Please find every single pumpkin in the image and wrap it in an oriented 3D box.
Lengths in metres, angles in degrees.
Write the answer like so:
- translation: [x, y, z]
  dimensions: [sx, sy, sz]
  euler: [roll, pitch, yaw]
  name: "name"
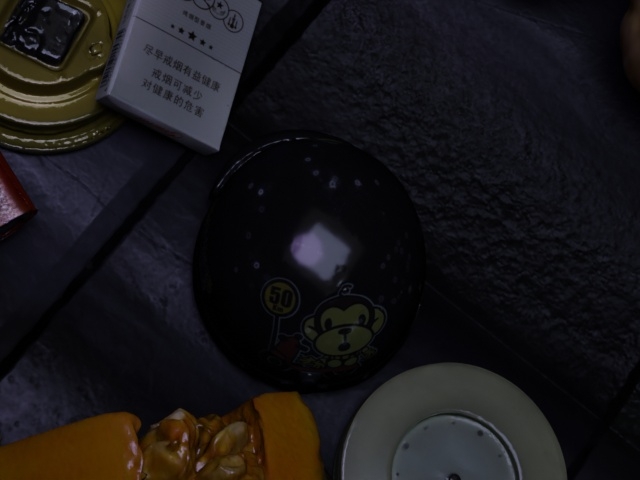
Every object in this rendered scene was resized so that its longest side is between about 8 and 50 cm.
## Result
- translation: [-0.131, 0.262, 1.338]
  dimensions: [0.303, 0.256, 0.225]
  euler: [2, 65, -37]
  name: "pumpkin"

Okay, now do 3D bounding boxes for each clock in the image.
- translation: [0.128, 0.235, 1.529]
  dimensions: [0.235, 0.029, 0.235]
  euler: [5, 71, -14]
  name: "clock"
- translation: [-0.278, -0.202, 1.560]
  dimensions: [0.237, 0.057, 0.237]
  euler: [4, 70, -12]
  name: "clock"

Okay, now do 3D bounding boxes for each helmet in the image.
- translation: [0.000, 0.000, 1.505]
  dimensions: [0.231, 0.160, 0.278]
  euler: [6, 72, -10]
  name: "helmet"

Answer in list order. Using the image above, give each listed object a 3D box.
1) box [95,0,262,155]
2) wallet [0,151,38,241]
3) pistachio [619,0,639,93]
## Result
- translation: [-0.132, -0.222, 1.586]
  dimensions: [0.139, 0.035, 0.245]
  euler: [25, 67, -30]
  name: "box"
- translation: [-0.379, -0.074, 1.493]
  dimensions: [0.142, 0.045, 0.204]
  euler: [-32, 81, -4]
  name: "wallet"
- translation: [0.448, -0.253, 1.663]
  dimensions: [0.238, 0.229, 0.321]
  euler: [51, 59, -25]
  name: "pistachio"
